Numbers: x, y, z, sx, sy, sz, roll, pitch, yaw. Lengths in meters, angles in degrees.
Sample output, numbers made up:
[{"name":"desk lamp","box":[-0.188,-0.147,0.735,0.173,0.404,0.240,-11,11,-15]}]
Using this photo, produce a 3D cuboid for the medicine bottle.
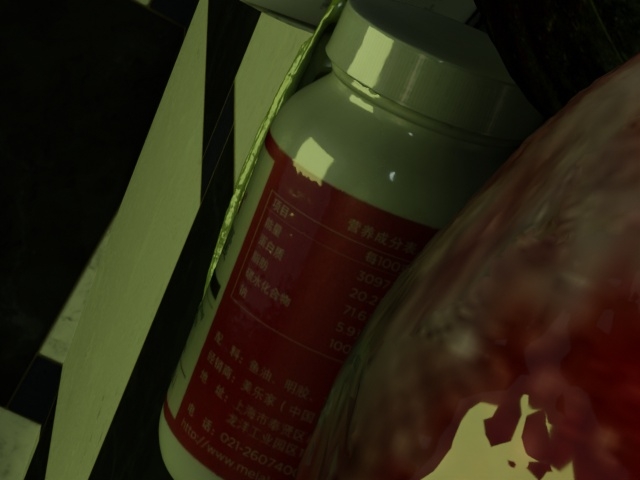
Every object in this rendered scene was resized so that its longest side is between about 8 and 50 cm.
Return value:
[{"name":"medicine bottle","box":[0.016,0.017,0.845,0.131,0.131,0.250,-105,34,-68]}]

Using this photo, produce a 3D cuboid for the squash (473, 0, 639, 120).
[{"name":"squash","box":[0.125,-0.101,0.504,0.193,0.156,0.193,-25,56,43]}]

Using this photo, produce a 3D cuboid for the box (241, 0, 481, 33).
[{"name":"box","box":[0.071,-0.252,0.962,0.333,0.145,0.173,130,157,-60]}]

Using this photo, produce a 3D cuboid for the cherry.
[{"name":"cherry","box":[0.086,0.053,0.389,0.192,0.175,0.249,60,-131,-85]}]

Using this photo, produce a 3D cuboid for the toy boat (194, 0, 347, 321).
[{"name":"toy boat","box":[-0.001,0.000,0.990,0.084,0.111,0.276,-125,52,-78]}]
